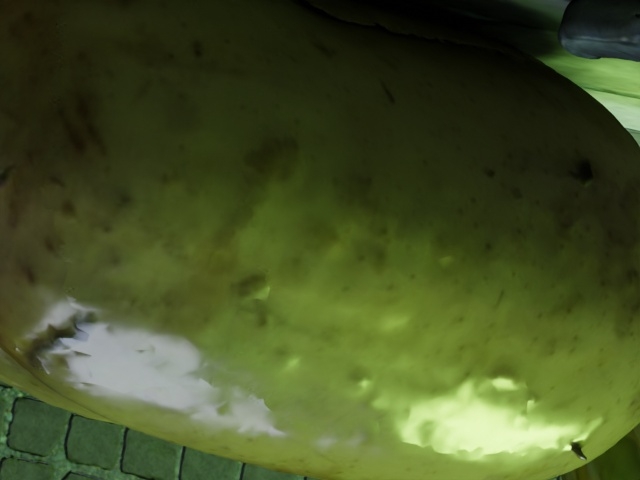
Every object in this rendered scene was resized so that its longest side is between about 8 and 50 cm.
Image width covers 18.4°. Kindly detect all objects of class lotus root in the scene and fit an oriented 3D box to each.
[{"bbox_3d":[0.000,0.000,0.578,0.284,0.146,0.160,11,-164,-31],"label":"lotus root"}]

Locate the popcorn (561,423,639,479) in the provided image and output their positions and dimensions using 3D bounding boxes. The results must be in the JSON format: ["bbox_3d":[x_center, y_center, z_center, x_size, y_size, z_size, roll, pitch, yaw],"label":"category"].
[{"bbox_3d":[0.208,0.093,0.869,0.184,0.204,0.221,-18,178,-40],"label":"popcorn"}]

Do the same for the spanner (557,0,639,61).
[{"bbox_3d":[0.104,-0.052,0.393,0.054,0.015,0.254,15,176,-10],"label":"spanner"}]
